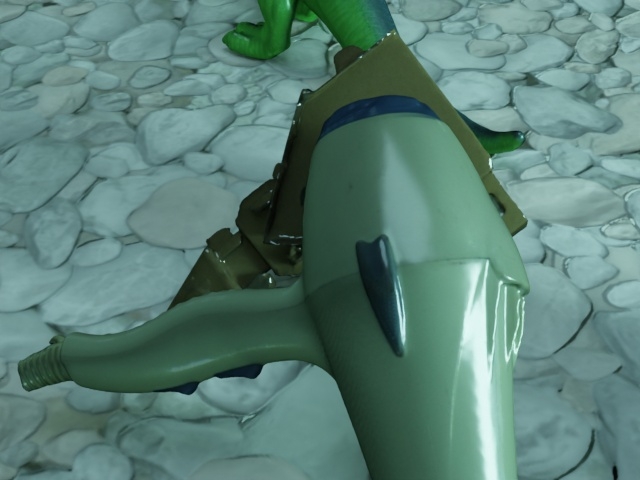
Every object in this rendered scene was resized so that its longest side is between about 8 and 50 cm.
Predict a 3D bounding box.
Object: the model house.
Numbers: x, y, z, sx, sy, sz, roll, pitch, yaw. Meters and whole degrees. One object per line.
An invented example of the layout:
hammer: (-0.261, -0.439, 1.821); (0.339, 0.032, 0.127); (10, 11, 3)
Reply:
model house: (0.000, 0.000, 0.701); (0.248, 0.176, 0.181); (-37, 2, 7)

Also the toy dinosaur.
toy dinosaur: (0.031, -0.330, 0.928); (0.144, 0.374, 0.500); (-23, 40, -37)

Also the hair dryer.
hair dryer: (0.001, 0.107, 0.542); (0.298, 0.119, 0.296); (-35, 67, 12)
